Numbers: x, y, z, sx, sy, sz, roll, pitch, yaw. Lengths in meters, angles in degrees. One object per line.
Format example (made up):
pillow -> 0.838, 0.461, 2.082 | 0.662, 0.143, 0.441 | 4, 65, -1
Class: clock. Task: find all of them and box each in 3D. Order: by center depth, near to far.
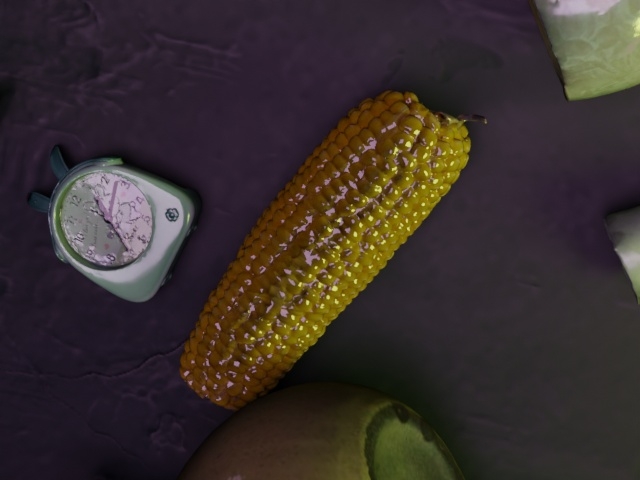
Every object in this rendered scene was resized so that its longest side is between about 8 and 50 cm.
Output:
clock -> -0.169, -0.021, 1.218 | 0.135, 0.041, 0.101 | 30, 105, 3

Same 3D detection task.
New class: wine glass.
wine glass -> 0.294, -0.009, 1.137 | 0.155, 0.073, 0.073 | -19, 98, 9

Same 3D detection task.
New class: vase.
vase -> -0.017, 0.279, 1.186 | 0.302, 0.240, 0.329 | -27, 123, 25

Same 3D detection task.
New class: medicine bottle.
medicine bottle -> 0.215, -0.185, 1.072 | 0.143, 0.147, 0.147 | -20, 98, 9

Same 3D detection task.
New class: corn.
corn -> 0.000, 0.000, 1.170 | 0.101, 0.101, 0.310 | 41, 107, -2
